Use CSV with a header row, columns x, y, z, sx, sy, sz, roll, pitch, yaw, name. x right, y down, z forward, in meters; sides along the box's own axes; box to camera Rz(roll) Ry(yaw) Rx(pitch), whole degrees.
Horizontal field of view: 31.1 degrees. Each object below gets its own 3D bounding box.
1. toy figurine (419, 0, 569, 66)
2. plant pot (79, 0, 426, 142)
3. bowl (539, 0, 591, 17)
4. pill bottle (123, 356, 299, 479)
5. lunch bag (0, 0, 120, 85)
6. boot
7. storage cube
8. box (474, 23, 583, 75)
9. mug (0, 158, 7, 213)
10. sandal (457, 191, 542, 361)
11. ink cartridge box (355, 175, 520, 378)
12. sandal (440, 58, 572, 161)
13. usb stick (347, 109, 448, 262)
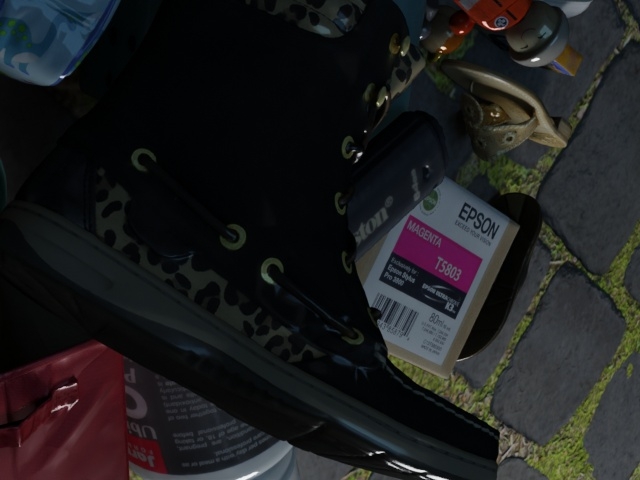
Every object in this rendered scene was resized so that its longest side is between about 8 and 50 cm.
x,y,z,sx,sy,sz,roll,pitch,yaw,name
0.162,-0.268,1.060,0.148,0.209,0.213,36,77,-29,toy figurine
-0.064,-0.156,0.934,0.234,0.165,0.165,-3,109,-36,plant pot
0.260,-0.309,1.256,0.142,0.053,0.142,-6,113,-42,bowl
-0.106,0.100,0.983,0.176,0.176,0.318,-32,127,-31,pill bottle
-0.179,-0.214,0.783,0.090,0.176,0.219,27,89,-27,lunch bag
0.001,-0.016,0.781,0.377,0.138,0.284,29,71,-14,boot
-0.263,0.134,0.825,0.184,0.215,0.193,-22,127,-37,storage cube
0.212,-0.219,1.225,0.136,0.081,0.028,22,92,-46,box
-0.306,-0.027,0.779,0.158,0.097,0.129,-28,125,-47,mug
0.191,0.047,1.334,0.219,0.090,0.060,-64,159,-13,sandal
0.084,0.020,1.199,0.235,0.088,0.193,27,89,-46,ink cartridge box
0.201,-0.119,1.253,0.240,0.088,0.079,20,87,-52,sandal
0.000,0.000,0.884,0.278,0.045,0.077,-42,130,-26,usb stick
